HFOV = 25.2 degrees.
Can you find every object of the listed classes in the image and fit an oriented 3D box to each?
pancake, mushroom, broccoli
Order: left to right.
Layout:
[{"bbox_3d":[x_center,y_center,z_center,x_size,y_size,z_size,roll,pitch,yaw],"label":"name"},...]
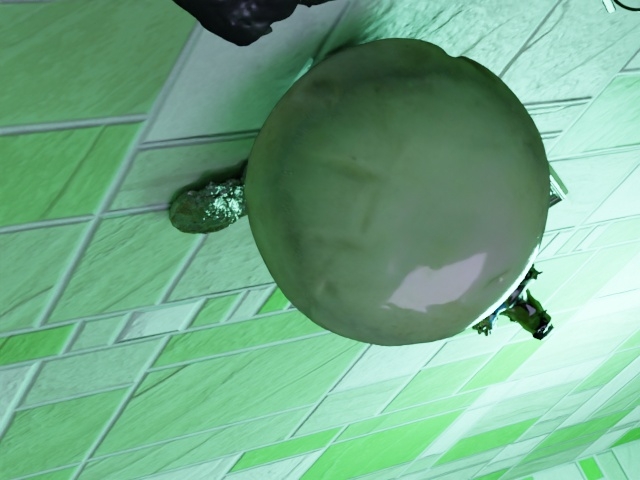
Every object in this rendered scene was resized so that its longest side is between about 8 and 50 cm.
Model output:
[{"bbox_3d":[-0.107,-0.044,1.587,0.129,0.023,0.116,-19,158,-20],"label":"pancake"},{"bbox_3d":[0.063,-0.025,1.475,0.315,0.315,0.356,-6,146,-40],"label":"mushroom"},{"bbox_3d":[0.273,0.083,2.084,0.167,0.160,0.154,-52,166,20],"label":"broccoli"}]

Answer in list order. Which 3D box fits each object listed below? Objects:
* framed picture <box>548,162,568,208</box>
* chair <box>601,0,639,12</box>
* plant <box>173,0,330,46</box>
[{"bbox_3d":[0.198,-0.016,1.977,0.296,0.019,0.232,-32,156,11],"label":"framed picture"},{"bbox_3d":[0.316,-0.283,1.469,0.095,0.104,0.221,-17,163,20],"label":"chair"},{"bbox_3d":[-0.058,-0.244,1.081,0.256,0.142,0.164,2,142,-43],"label":"plant"}]
